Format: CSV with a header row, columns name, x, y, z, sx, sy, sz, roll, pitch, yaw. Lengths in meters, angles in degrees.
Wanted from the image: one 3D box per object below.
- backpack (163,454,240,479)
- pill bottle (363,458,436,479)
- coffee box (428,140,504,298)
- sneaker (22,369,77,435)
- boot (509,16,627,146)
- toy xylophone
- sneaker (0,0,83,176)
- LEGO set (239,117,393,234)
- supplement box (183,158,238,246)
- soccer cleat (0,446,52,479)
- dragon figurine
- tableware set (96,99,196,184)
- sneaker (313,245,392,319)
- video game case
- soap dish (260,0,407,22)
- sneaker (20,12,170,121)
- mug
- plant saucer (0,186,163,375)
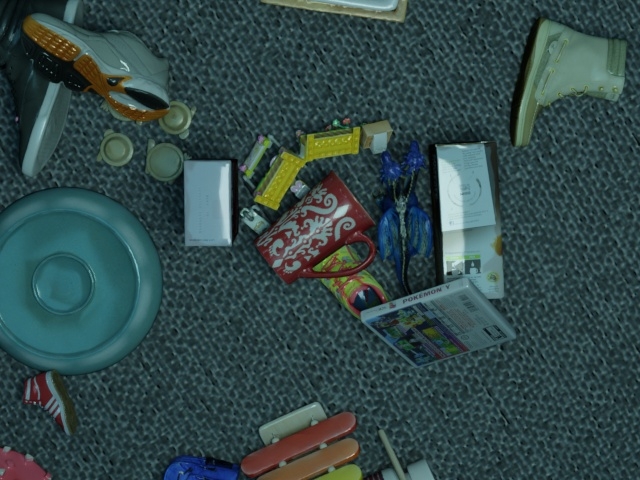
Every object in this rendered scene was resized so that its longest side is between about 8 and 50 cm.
name,x,y,z,sx,sy,sz,roll,pitch,yaw
backpack,-0.202,0.405,1.857,0.120,0.101,0.097,14,88,1
pill bottle,0.093,0.449,1.853,0.221,0.121,0.121,-25,95,2
coffee box,0.232,-0.035,1.803,0.098,0.141,0.246,-4,96,0
sneaker,-0.452,0.275,1.869,0.067,0.042,0.118,-14,105,11
boot,0.401,-0.240,1.822,0.165,0.077,0.213,14,92,-4
toy xylophone,0.022,0.393,1.792,0.236,0.322,0.081,-29,132,-5
sneaker,-0.479,-0.255,1.796,0.147,0.104,0.295,12,89,0
LEGO set,-0.030,-0.137,1.830,0.287,0.107,0.132,-40,129,-2
supplement box,-0.166,-0.063,1.744,0.073,0.239,0.130,0,95,-2
soccer cleat,-0.555,0.385,1.868,0.248,0.083,0.095,29,123,-8
dragon figurine,0.132,-0.014,1.801,0.085,0.144,0.289,-4,95,0
tableware set,-0.286,-0.177,1.843,0.169,0.020,0.141,18,92,-1
sneaker,0.048,0.064,1.832,0.208,0.094,0.081,42,95,-3
video game case,0.189,0.134,1.782,0.184,0.201,0.023,-20,54,22
soap dish,0.037,-0.500,1.771,0.229,0.118,0.290,8,95,-2
sneaker,-0.347,-0.291,1.758,0.099,0.121,0.262,-27,137,38
mug,-0.005,-0.007,1.763,0.169,0.150,0.113,-37,136,2
plant saucer,-0.420,0.070,1.852,0.318,0.044,0.317,0,94,-1
